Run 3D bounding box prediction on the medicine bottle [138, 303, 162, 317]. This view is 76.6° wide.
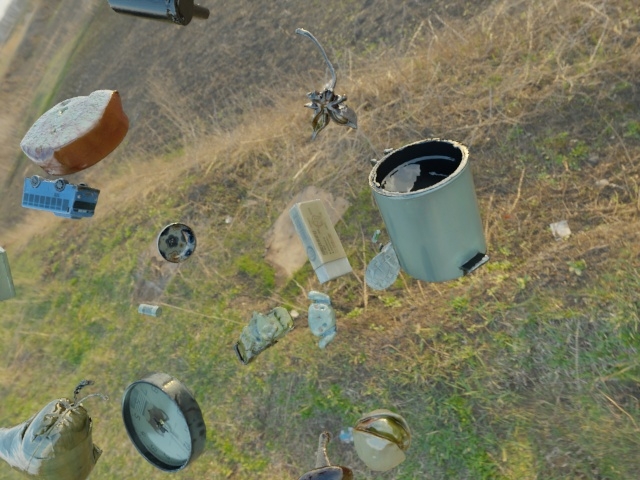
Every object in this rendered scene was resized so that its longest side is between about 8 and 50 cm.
[{"bbox_3d":[-0.704,0.289,1.676,0.084,0.047,0.047,7,71,15],"label":"medicine bottle"}]

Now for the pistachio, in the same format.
[{"bbox_3d":[0.147,0.480,0.983,0.144,0.215,0.143,0,49,-1],"label":"pistachio"}]

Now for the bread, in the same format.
[{"bbox_3d":[-0.785,-0.344,1.294,0.328,0.114,0.294,0,56,22],"label":"bread"}]

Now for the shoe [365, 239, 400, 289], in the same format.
[{"bbox_3d":[0.224,0.055,1.322,0.227,0.099,0.125,-50,6,3],"label":"shoe"}]

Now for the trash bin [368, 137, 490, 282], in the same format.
[{"bbox_3d":[0.253,-0.068,0.938,0.217,0.262,0.277,-35,37,-11],"label":"trash bin"}]

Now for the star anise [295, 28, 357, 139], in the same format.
[{"bbox_3d":[0.006,-0.393,1.015,0.148,0.219,0.227,-36,36,55],"label":"star anise"}]

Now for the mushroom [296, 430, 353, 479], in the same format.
[{"bbox_3d":[0.004,0.837,1.527,0.227,0.147,0.217,-21,35,5],"label":"mushroom"}]

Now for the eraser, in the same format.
[{"bbox_3d":[0.000,0.000,1.675,0.078,0.144,0.342,-37,73,50],"label":"eraser"}]

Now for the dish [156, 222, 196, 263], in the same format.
[{"bbox_3d":[-0.513,0.005,1.412,0.078,0.141,0.140,9,75,46],"label":"dish"}]

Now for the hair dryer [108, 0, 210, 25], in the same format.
[{"bbox_3d":[-0.367,-0.583,1.013,0.198,0.251,0.089,15,113,15],"label":"hair dryer"}]

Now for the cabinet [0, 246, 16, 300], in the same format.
[{"bbox_3d":[-0.960,0.096,1.062,0.145,0.206,0.149,21,117,31],"label":"cabinet"}]

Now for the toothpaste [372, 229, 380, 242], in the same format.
[{"bbox_3d":[0.232,-0.018,1.683,0.083,0.017,0.020,103,164,-62],"label":"toothpaste"}]

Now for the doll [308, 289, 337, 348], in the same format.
[{"bbox_3d":[0.005,0.280,1.461,0.104,0.071,0.213,-10,70,1],"label":"doll"}]

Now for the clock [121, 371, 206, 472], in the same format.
[{"bbox_3d":[-0.507,0.580,1.298,0.326,0.067,0.324,6,104,27],"label":"clock"}]

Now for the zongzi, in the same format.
[{"bbox_3d":[-0.878,0.562,1.235,0.181,0.419,0.446,-66,-6,-60],"label":"zongzi"}]

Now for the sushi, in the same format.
[{"bbox_3d":[-0.218,0.349,1.539,0.291,0.131,0.139,-45,65,28],"label":"sushi"}]

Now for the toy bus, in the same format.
[{"bbox_3d":[-0.916,-0.150,1.432,0.234,0.116,0.133,9,89,15],"label":"toy bus"}]
